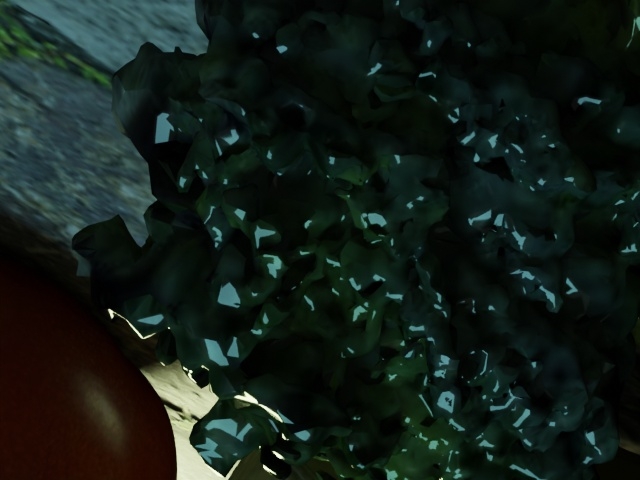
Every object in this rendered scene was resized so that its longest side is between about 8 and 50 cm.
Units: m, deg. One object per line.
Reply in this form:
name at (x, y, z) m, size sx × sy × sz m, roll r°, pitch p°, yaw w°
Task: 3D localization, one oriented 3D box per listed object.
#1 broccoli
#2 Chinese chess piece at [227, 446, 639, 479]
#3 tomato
broccoli at (-0.003, -0.007, 0.490) m, size 0.145 × 0.165 × 0.304 m, roll 25°, pitch 168°, yaw -12°
Chinese chess piece at (0.083, 0.137, 0.569) m, size 0.257 × 0.104 × 0.257 m, roll 18°, pitch -170°, yaw -3°
tomato at (-0.213, 0.116, 0.820) m, size 0.299 × 0.226 × 0.298 m, roll 22°, pitch 152°, yaw 12°
